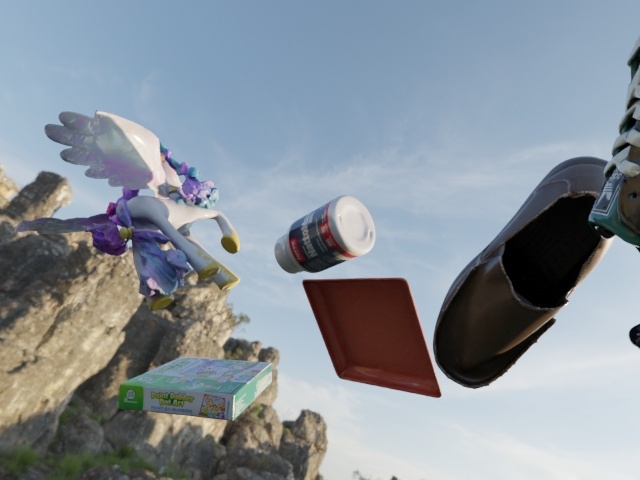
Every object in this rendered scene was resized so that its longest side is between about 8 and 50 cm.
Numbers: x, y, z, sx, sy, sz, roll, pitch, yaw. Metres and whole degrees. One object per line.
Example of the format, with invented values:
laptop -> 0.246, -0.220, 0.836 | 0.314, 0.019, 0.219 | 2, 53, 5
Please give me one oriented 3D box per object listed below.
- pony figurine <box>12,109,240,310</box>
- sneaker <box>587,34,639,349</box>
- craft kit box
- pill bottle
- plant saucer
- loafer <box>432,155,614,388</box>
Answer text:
pony figurine -> -0.339, -0.053, 0.788 | 0.303, 0.351, 0.363 | -42, -105, 26
sneaker -> 0.249, -0.059, 0.279 | 0.121, 0.302, 0.108 | -13, -3, 28
craft kit box -> -0.261, 0.320, 0.903 | 0.246, 0.061, 0.250 | -2, -3, 9
pill bottle -> 0.000, 0.000, 0.735 | 0.108, 0.108, 0.180 | 39, -43, -24
plant saucer -> 0.106, 0.183, 0.826 | 0.258, 0.047, 0.259 | -6, -71, 42
loafer -> 0.247, 0.060, 0.529 | 0.133, 0.130, 0.366 | 32, -63, 22
